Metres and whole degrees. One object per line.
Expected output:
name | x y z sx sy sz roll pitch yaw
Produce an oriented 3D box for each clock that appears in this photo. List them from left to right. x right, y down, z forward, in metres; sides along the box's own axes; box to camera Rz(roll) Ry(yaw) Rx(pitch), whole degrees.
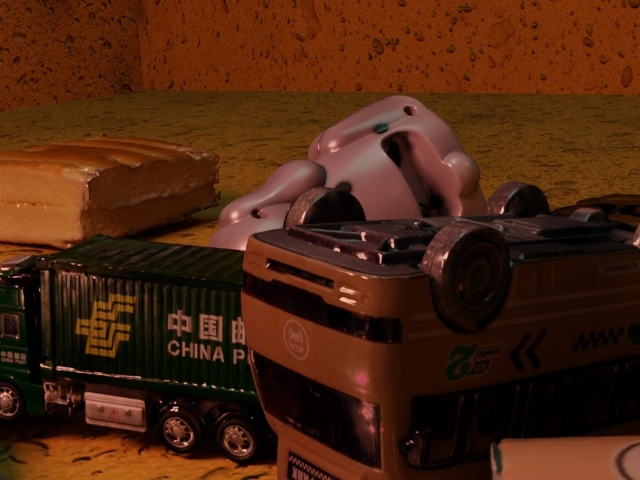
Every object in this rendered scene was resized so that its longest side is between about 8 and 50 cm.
clock | 0.001 0.000 0.964 0.254 0.189 0.189 -28 24 -27

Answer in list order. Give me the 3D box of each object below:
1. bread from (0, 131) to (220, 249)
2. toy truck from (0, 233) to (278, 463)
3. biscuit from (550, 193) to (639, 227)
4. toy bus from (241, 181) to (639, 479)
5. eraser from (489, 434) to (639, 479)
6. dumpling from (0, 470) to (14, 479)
bread | -0.283 -0.067 1.380 0.246 0.111 0.239 7 18 38
toy truck | -0.112 0.066 0.718 0.259 0.121 0.088 5 14 18
biscuit | 0.305 -0.012 1.150 0.208 0.041 0.290 1 13 21
toy bus | 0.098 0.053 0.626 0.289 0.157 0.139 -4 13 -39
eraser | 0.217 0.132 0.443 0.290 0.087 0.171 -2 14 7
dumpling | -0.189 0.141 0.288 0.318 0.187 0.243 3 11 14
